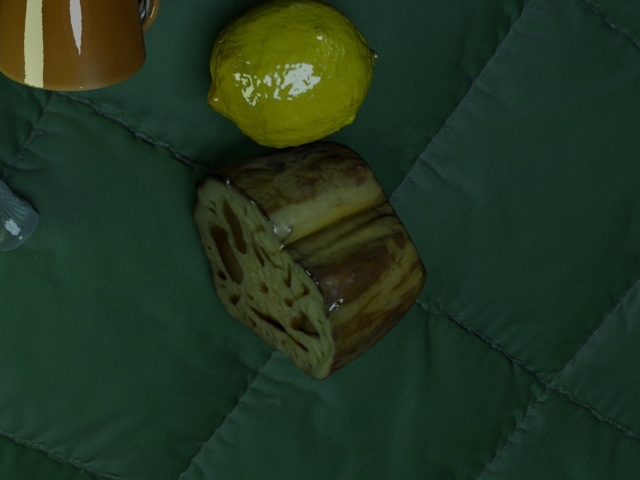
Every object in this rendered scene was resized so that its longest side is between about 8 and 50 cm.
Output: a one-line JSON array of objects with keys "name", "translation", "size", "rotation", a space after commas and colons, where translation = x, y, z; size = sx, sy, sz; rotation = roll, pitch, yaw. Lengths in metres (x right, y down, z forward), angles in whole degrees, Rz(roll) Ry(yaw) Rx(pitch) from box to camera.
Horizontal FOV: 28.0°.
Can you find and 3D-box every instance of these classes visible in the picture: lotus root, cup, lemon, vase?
[{"name": "lotus root", "translation": [0.000, 0.000, 1.726], "size": [0.250, 0.316, 0.316], "rotation": [-31, 122, -18]}, {"name": "cup", "translation": [-0.281, -0.318, 1.512], "size": [0.226, 0.182, 0.264], "rotation": [-31, 139, -41]}, {"name": "lemon", "translation": [-0.037, -0.218, 1.653], "size": [0.231, 0.192, 0.192], "rotation": [-17, 120, -8]}, {"name": "vase", "translation": [-0.452, -0.078, 1.627], "size": [0.096, 0.096, 0.219], "rotation": [-40, 125, 1]}]
